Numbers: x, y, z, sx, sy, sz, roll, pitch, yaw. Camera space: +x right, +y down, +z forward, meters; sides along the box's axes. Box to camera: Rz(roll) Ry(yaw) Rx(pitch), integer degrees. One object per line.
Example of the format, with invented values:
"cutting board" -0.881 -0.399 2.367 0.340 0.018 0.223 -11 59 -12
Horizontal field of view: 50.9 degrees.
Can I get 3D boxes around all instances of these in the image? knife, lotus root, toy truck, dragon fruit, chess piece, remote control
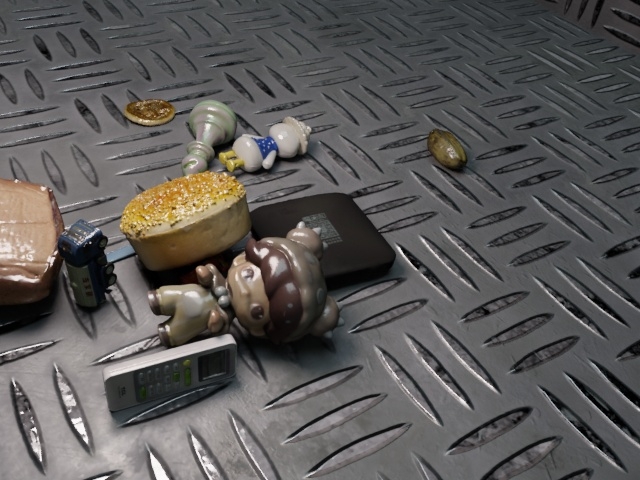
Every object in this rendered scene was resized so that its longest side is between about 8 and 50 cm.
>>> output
"knife" -0.410 0.006 1.606 0.313 0.019 0.044 -23 41 -31
"lotus root" 0.374 -0.272 2.011 0.089 0.080 0.179 1 43 -29
"toy truck" -0.484 0.055 1.390 0.074 0.201 0.088 27 48 22
"dragon fruit" -0.258 0.076 1.499 0.068 0.126 0.112 54 36 -13
"chess piece" -0.327 -0.258 1.864 0.139 0.139 0.271 11 50 4
"remote control" -0.280 0.248 1.272 0.250 0.103 0.034 -12 42 -24

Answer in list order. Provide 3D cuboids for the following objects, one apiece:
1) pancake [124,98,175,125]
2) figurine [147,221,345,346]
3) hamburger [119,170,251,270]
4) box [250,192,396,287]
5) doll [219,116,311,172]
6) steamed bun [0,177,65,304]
"pancake" -0.522 -0.395 2.055 0.158 0.028 0.158 6 37 -4
"figurine" -0.150 0.118 1.379 0.380 0.203 0.248 -14 78 -9
"hamburger" -0.298 -0.051 1.496 0.302 0.170 0.302 -19 13 5
"box" 0.000 0.000 1.635 0.290 0.073 0.289 -13 45 -24
"doll" -0.146 -0.267 1.905 0.293 0.119 0.138 -28 59 -28
"steamed bun" -0.677 0.019 1.420 0.251 0.199 0.301 7 47 -27
